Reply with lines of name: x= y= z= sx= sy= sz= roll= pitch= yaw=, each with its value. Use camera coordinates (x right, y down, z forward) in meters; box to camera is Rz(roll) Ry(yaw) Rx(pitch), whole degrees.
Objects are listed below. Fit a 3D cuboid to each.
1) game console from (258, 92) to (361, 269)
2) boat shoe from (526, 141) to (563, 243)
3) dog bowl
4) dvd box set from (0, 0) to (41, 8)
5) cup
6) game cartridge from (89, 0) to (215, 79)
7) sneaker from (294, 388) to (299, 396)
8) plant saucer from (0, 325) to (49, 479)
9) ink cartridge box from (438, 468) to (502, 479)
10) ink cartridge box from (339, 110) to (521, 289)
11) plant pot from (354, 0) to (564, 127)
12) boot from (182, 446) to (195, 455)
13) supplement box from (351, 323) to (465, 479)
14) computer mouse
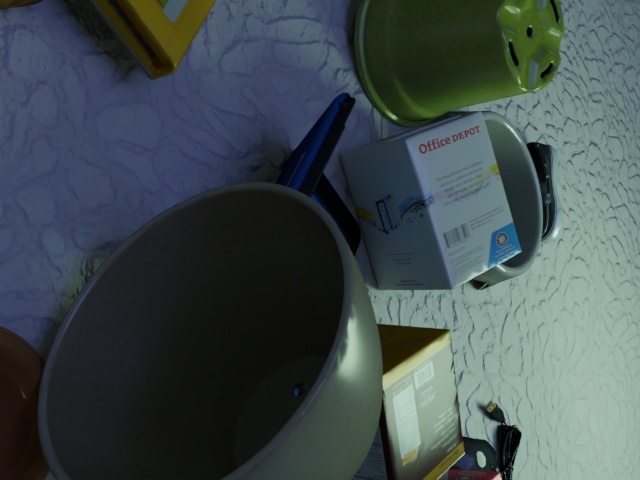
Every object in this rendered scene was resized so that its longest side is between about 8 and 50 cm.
game console: x=0.000 y=0.000 z=1.055 sx=0.173 sy=0.250 sz=0.293 roll=31 pitch=54 yaw=-11
boat shoe: x=0.465 y=-0.108 z=1.706 sx=0.076 sy=0.080 sz=0.228 roll=16 pitch=72 yaw=-29
dog bowl: x=0.300 y=-0.080 z=1.478 sx=0.349 sy=0.102 sz=0.348 roll=13 pitch=73 yaw=-48
dvd box set: x=-0.454 y=-0.324 z=0.660 sx=0.420 sy=0.062 sz=0.307 roll=-33 pitch=107 yaw=-49
cup: x=-0.068 y=0.142 z=0.792 sx=0.237 sy=0.331 sz=0.331 roll=49 pitch=47 yaw=-44
game cartridge: x=-0.207 y=-0.394 z=0.933 sx=0.285 sy=0.053 sz=0.323 roll=54 pitch=38 yaw=-35
sneaker: x=-0.044 y=0.199 z=1.016 sx=0.059 sy=0.053 sz=0.144 roll=37 pitch=76 yaw=-28
plant saucer: x=-0.321 y=0.170 z=0.728 sx=0.200 sy=0.037 sz=0.200 roll=13 pitch=72 yaw=-48
ink cartridge box: x=0.132 y=0.405 z=1.111 sx=0.237 sy=0.172 sz=0.100 roll=-13 pitch=91 yaw=-50
ink cartridge box: x=0.169 y=-0.059 z=1.237 sx=0.171 sy=0.168 sz=0.232 roll=-22 pitch=100 yaw=-34
plant pot: x=0.239 y=-0.325 z=1.295 sx=0.276 sy=0.254 sz=0.276 roll=-6 pitch=99 yaw=-43
boot: x=-0.142 y=0.334 z=0.871 sx=0.106 sy=0.082 sz=0.219 roll=-45 pitch=118 yaw=-48
supplement box: x=0.093 y=0.240 z=1.116 sx=0.191 sy=0.129 sz=0.194 roll=-22 pitch=107 yaw=-50
computer mouse: x=0.292 y=0.364 z=1.401 sx=0.262 sy=0.060 sz=0.184 roll=36 pitch=56 yaw=-40
